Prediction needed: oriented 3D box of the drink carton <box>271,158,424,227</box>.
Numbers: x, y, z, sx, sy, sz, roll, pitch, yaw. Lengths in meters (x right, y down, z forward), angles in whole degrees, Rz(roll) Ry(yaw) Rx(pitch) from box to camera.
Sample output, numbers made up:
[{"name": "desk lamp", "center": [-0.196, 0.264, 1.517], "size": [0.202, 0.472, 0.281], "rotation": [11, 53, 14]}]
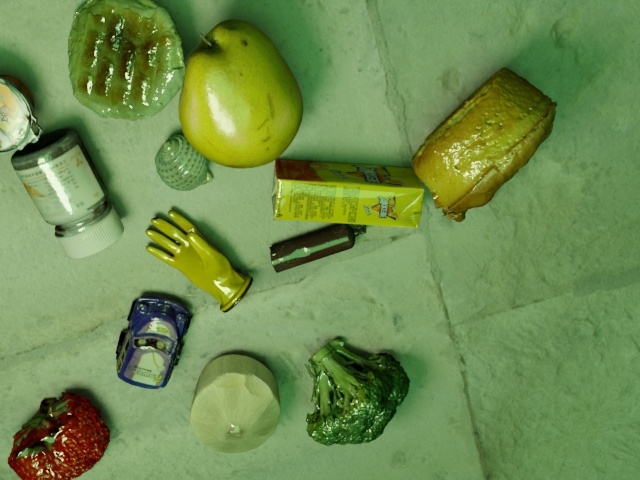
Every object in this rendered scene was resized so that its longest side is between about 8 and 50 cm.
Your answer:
[{"name": "drink carton", "center": [0.062, -0.114, 1.873], "size": [0.351, 0.154, 0.111], "rotation": [4, 115, -8]}]

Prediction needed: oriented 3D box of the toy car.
[{"name": "toy car", "center": [-0.435, 0.269, 2.005], "size": [0.172, 0.158, 0.235], "rotation": [15, 114, -13]}]

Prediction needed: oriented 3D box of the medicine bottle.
[{"name": "medicine bottle", "center": [-0.584, -0.108, 1.802], "size": [0.165, 0.165, 0.273], "rotation": [-20, 115, 4]}]

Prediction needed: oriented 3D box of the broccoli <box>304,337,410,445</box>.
[{"name": "broccoli", "center": [0.074, 0.415, 2.091], "size": [0.321, 0.304, 0.283], "rotation": [-38, 83, 10]}]

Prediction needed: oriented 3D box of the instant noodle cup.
[{"name": "instant noodle cup", "center": [-0.714, -0.295, 1.720], "size": [0.208, 0.125, 0.177], "rotation": [36, 108, -21]}]

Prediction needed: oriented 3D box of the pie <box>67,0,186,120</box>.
[{"name": "pie", "center": [-0.430, -0.402, 1.689], "size": [0.306, 0.071, 0.306], "rotation": [5, 110, 14]}]

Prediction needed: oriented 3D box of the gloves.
[{"name": "gloves", "center": [-0.319, 0.048, 1.950], "size": [0.294, 0.116, 0.133], "rotation": [42, 98, -15]}]

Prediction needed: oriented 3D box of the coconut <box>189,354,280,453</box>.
[{"name": "coconut", "center": [-0.225, 0.441, 2.052], "size": [0.237, 0.266, 0.237], "rotation": [0, 109, -1]}]

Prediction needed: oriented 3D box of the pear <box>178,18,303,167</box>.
[{"name": "pear", "center": [-0.181, -0.316, 1.684], "size": [0.285, 0.285, 0.336], "rotation": [-12, 116, 0]}]

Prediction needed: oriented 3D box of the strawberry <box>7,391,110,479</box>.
[{"name": "strawberry", "center": [-0.687, 0.551, 2.079], "size": [0.261, 0.261, 0.258], "rotation": [-33, 108, 10]}]

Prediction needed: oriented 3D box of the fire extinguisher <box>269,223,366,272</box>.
[{"name": "fire extinguisher", "center": [0.000, 0.000, 1.974], "size": [0.267, 0.072, 0.089], "rotation": [-18, 80, 3]}]

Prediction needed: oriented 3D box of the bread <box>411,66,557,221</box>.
[{"name": "bread", "center": [0.366, -0.222, 1.780], "size": [0.204, 0.337, 0.358], "rotation": [43, 104, 3]}]

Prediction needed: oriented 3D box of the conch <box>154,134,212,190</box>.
[{"name": "conch", "center": [-0.331, -0.174, 1.838], "size": [0.135, 0.102, 0.153], "rotation": [-18, 118, 19]}]
